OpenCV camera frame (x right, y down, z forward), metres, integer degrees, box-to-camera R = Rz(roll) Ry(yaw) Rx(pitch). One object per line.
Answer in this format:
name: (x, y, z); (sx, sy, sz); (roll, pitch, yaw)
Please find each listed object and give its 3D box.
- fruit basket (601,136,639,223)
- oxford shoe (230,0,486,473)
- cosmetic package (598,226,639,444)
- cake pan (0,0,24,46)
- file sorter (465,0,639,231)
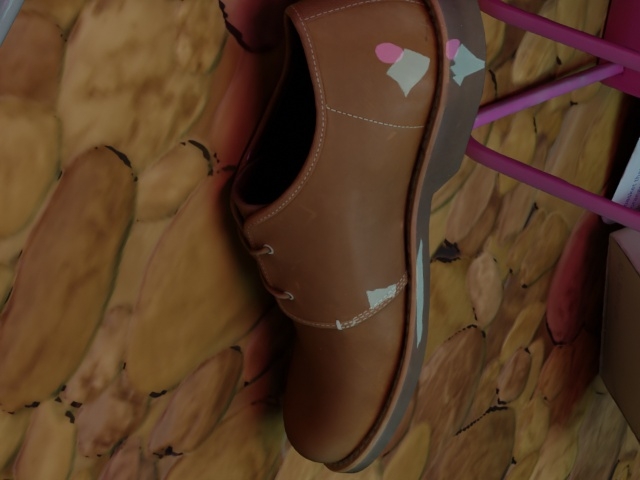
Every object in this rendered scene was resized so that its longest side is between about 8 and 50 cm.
fruit basket: (0.323, -0.174, 0.868); (0.353, 0.165, 0.327); (-12, 138, -32)
oxford shoe: (0.000, 0.000, 0.575); (0.076, 0.076, 0.212); (-7, 124, -22)
cosmetic package: (0.322, 0.024, 0.881); (0.310, 0.113, 0.160); (-19, 145, -8)
cake pan: (-0.089, -0.091, 0.245); (0.293, 0.054, 0.293); (24, 90, -89)
file sorter: (0.185, -0.151, 0.613); (0.182, 0.202, 0.290); (-23, 130, -46)
